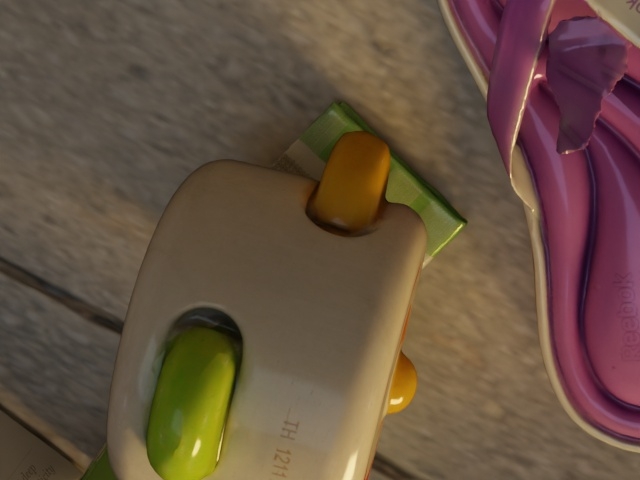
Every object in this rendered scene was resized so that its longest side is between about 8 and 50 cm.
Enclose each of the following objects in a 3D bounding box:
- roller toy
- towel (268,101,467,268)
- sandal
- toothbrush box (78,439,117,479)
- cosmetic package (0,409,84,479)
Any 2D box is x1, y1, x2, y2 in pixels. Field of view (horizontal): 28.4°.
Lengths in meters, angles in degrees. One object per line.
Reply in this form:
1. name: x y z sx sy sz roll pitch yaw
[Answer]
1. roller toy: -0.018 0.059 0.688 0.146 0.209 0.191 14 151 5
2. towel: 0.000 0.000 0.775 0.113 0.023 0.152 42 115 -9
3. sandal: 0.158 -0.061 0.656 0.169 0.102 0.416 -12 110 19
4. toothbrush box: -0.042 0.238 0.787 0.283 0.206 0.122 34 117 -3
5. cosmetic package: -0.353 0.288 0.889 0.156 0.217 0.385 40 119 -6
